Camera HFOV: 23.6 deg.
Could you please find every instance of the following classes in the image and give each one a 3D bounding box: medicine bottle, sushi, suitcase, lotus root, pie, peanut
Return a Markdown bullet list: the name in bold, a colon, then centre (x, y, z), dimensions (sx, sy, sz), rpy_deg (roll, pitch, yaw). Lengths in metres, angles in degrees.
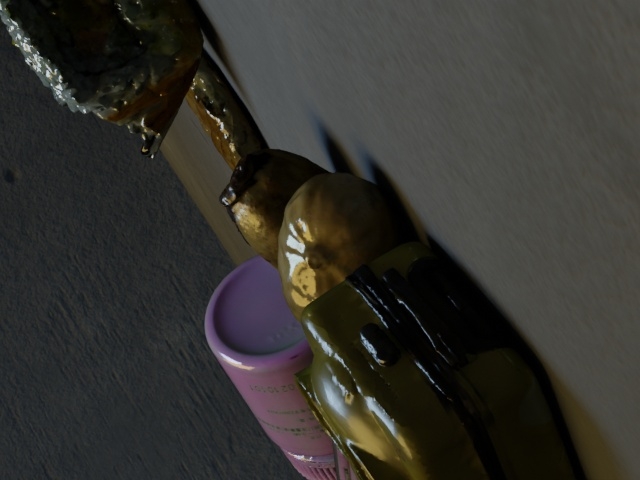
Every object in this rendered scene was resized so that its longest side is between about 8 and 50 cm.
- **medicine bottle**: centre (-0.011, 0.160, 1.870), dimensions (0.178, 0.178, 0.290), rpy_deg (52, 174, 43)
- **sushi**: centre (-0.231, -0.228, 1.635), dimensions (0.274, 0.184, 0.139), rpy_deg (56, 175, 3)
- **suitcase**: centre (0.084, 0.137, 1.157), dimensions (0.194, 0.143, 0.235), rpy_deg (52, 171, 46)
- **lotus root**: centre (0.000, 0.000, 1.387), dimensions (0.258, 0.097, 0.110), rpy_deg (49, -146, -50)
- **pie**: centre (-0.116, -0.143, 1.815), dimensions (0.195, 0.046, 0.195), rpy_deg (57, 176, 7)
- **peanut**: centre (0.028, 0.041, 1.274), dimensions (0.101, 0.117, 0.263), rpy_deg (35, 165, 29)

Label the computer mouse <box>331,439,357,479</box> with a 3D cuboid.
- **computer mouse**: centre (0.084, 0.254, 1.758), dimensions (0.158, 0.072, 0.310), rpy_deg (18, 153, 14)
